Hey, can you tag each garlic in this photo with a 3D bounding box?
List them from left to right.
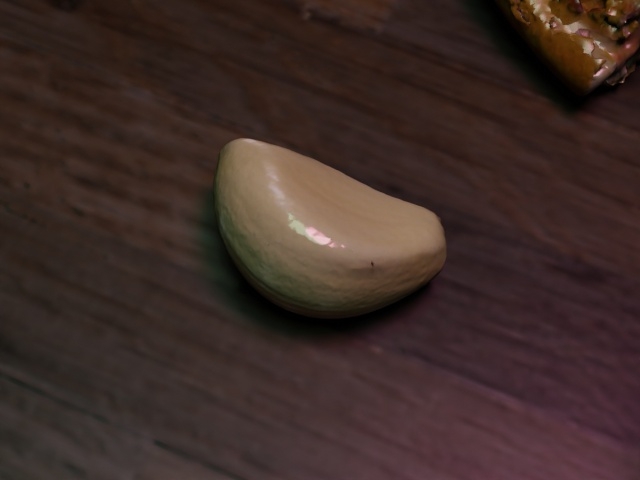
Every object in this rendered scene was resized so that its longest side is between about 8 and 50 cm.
[{"bbox_3d":[0.000,-0.001,0.521,0.083,0.041,0.053,18,44,-2],"label":"garlic"}]

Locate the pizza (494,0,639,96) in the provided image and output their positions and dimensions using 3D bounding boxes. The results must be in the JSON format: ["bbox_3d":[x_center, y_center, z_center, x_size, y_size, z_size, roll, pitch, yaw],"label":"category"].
[{"bbox_3d":[0.140,-0.157,0.623,0.193,0.053,0.201,-12,58,-12],"label":"pizza"}]
